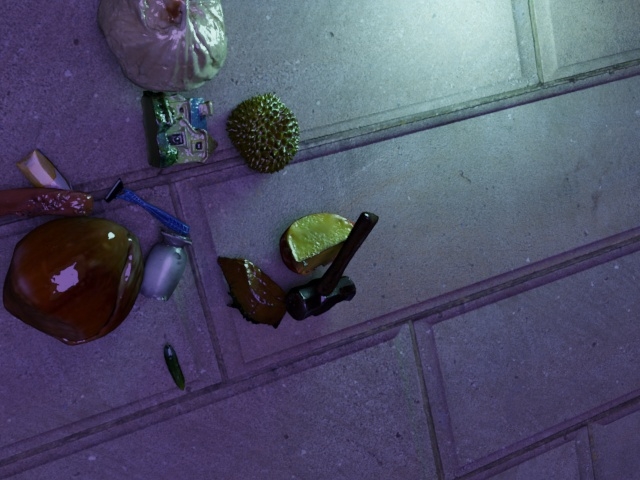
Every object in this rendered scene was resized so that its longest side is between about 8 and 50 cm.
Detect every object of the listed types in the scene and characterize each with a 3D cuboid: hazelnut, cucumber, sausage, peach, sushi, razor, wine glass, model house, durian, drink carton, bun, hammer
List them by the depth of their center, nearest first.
[{"bbox_3d":[-0.761,-0.097,1.688,0.327,0.079,0.087,0,132,4],"label":"sausage"},{"bbox_3d":[-0.639,0.092,1.691,0.372,0.372,0.315,-42,70,-10],"label":"hazelnut"},{"bbox_3d":[-0.405,-0.577,1.694,0.349,0.227,0.352,37,71,-6],"label":"bun"},{"bbox_3d":[-0.727,-0.150,1.749,0.084,0.074,0.200,-38,110,-9],"label":"drink carton"},{"bbox_3d":[-0.385,-0.316,1.794,0.189,0.195,0.214,-9,100,-26],"label":"model house"},{"bbox_3d":[-0.489,-0.089,1.861,0.253,0.042,0.082,32,108,-22],"label":"razor"},{"bbox_3d":[-0.449,0.072,1.862,0.111,0.111,0.204,21,87,-21],"label":"wine glass"},{"bbox_3d":[-0.160,-0.315,1.883,0.200,0.176,0.237,-28,96,-34],"label":"durian"},{"bbox_3d":[0.059,0.062,1.908,0.242,0.095,0.409,-15,144,-45],"label":"hammer"},{"bbox_3d":[-0.445,0.379,1.949,0.039,0.039,0.168,-21,107,-16],"label":"cucumber"},{"bbox_3d":[-0.212,0.171,1.956,0.287,0.140,0.149,41,46,-20],"label":"sushi"},{"bbox_3d":[-0.005,-0.004,1.987,0.267,0.159,0.154,-26,75,-21],"label":"peach"}]
